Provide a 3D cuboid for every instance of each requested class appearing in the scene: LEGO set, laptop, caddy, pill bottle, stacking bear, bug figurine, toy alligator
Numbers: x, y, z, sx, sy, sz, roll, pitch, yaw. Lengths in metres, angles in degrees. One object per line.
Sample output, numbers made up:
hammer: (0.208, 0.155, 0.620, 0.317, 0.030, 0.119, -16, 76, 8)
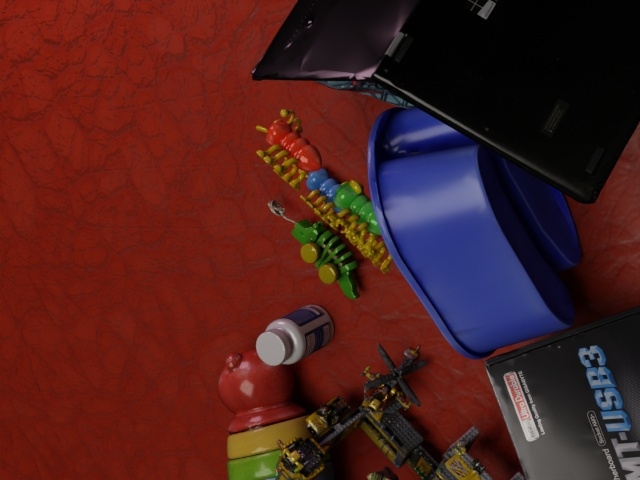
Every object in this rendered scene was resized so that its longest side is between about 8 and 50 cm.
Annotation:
LEGO set: (0.104, 0.310, 1.636, 0.331, 0.255, 0.192, 53, 152, 23)
laptop: (0.190, -0.273, 1.404, 0.408, 0.236, 0.382, 31, 78, 3)
caddy: (0.174, -0.016, 1.484, 0.179, 0.241, 0.341, -16, 124, 30)
pill bottle: (-0.038, 0.138, 1.763, 0.067, 0.120, 0.067, 9, 107, 31)
stacking bear: (-0.072, 0.299, 1.812, 0.164, 0.175, 0.289, -22, 81, 49)
bug figurine: (0.023, -0.060, 1.612, 0.216, 0.279, 0.072, 42, 89, 20)
toy alligator: (0.000, 0.000, 1.740, 0.189, 0.056, 0.051, 49, 123, 12)

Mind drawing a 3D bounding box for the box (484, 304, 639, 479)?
box: (0.378, 0.230, 1.452, 0.293, 0.073, 0.295, -20, 82, 7)

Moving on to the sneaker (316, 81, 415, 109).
sneaker: (0.062, -0.217, 1.599, 0.262, 0.125, 0.104, 16, 111, 29)
